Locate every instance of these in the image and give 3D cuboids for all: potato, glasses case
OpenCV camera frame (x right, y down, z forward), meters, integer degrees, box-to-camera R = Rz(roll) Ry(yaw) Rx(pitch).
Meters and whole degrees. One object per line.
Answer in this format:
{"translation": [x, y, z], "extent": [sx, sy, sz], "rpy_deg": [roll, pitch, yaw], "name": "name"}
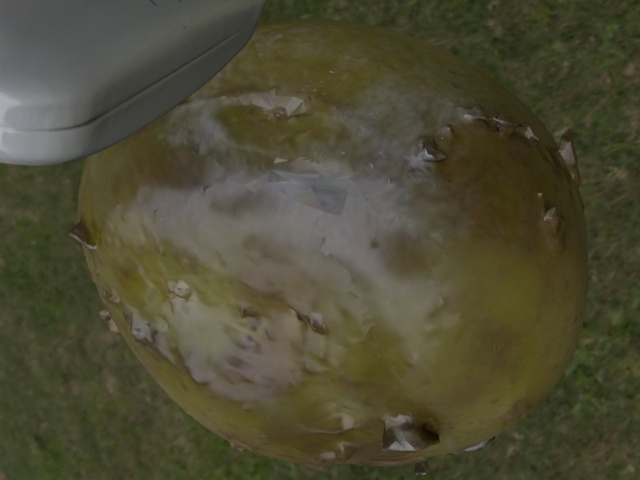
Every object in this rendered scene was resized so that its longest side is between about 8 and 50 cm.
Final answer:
{"translation": [0.000, 0.000, 0.930], "extent": [0.441, 0.319, 0.386], "rpy_deg": [9, 83, 12], "name": "potato"}
{"translation": [-0.092, -0.087, 0.453], "extent": [0.092, 0.233, 0.059], "rpy_deg": [22, 116, 9], "name": "glasses case"}
